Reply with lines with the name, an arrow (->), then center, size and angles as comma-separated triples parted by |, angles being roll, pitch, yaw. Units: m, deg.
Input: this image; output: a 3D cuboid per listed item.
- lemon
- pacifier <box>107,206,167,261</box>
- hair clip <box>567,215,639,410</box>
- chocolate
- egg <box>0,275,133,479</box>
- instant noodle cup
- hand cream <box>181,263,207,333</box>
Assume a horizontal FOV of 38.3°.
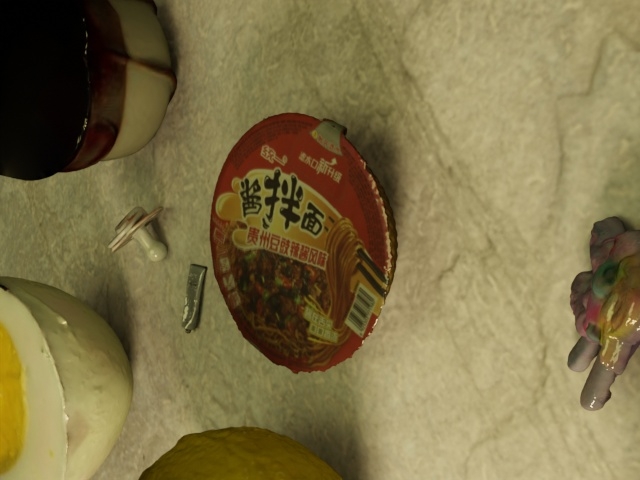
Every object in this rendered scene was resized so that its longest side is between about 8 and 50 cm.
lemon -> -0.092, 0.332, 0.982 | 0.322, 0.268, 0.268 | -18, 81, 51
pacifier -> -0.241, -0.001, 1.244 | 0.078, 0.081, 0.099 | 49, 131, -4
hair clip -> 0.262, 0.009, 0.720 | 0.278, 0.090, 0.137 | -56, 22, 29
chocolate -> -0.313, -0.210, 1.212 | 0.283, 0.186, 0.284 | 1, 92, 36
egg -> -0.370, 0.199, 1.295 | 0.337, 0.201, 0.337 | 13, 109, 41
instant noodle cup -> 0.000, 0.000, 0.979 | 0.274, 0.090, 0.274 | 6, 98, 45
hand cream -> -0.168, 0.077, 1.208 | 0.030, 0.019, 0.093 | 17, 103, 42
